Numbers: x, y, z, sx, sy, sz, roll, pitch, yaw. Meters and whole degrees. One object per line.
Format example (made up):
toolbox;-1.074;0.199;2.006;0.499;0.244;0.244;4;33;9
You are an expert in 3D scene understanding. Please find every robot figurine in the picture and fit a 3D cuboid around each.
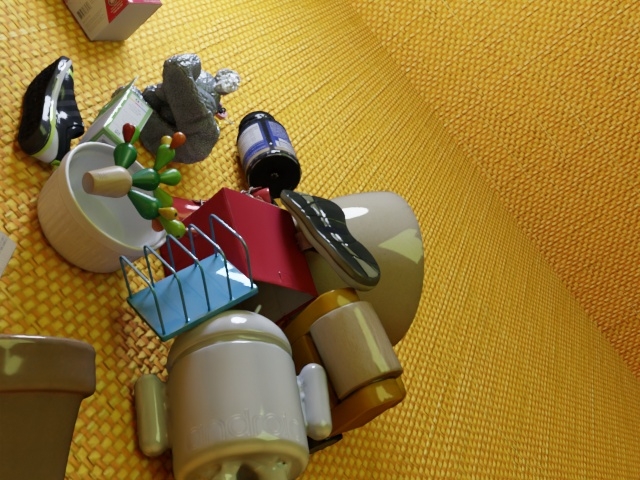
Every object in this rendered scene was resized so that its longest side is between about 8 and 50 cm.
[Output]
robot figurine;-0.129;0.253;1.250;0.300;0.199;0.353;0;52;-17

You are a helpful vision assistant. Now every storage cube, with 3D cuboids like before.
storage cube;-0.149;0.047;1.467;0.215;0.184;0.193;20;43;-48

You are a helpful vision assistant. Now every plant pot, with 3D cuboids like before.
plant pot;-0.373;0.232;0.875;0.263;0.263;0.229;15;65;-52

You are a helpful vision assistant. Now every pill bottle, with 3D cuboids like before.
pill bottle;-0.122;-0.199;1.834;0.123;0.123;0.219;35;21;-34

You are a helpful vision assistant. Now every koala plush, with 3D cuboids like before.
koala plush;-0.268;-0.277;1.657;0.203;0.196;0.221;59;25;-19

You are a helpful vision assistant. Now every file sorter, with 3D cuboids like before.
file sorter;-0.202;0.050;1.248;0.170;0.104;0.118;-27;44;-27

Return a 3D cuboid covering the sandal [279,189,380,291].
sandal;-0.001;0.001;1.455;0.120;0.086;0.302;11;30;-33

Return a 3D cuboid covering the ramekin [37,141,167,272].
ramekin;-0.355;-0.045;1.323;0.207;0.109;0.207;39;31;-29

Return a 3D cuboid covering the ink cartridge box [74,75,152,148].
ink cartridge box;-0.370;-0.202;1.474;0.062;0.109;0.209;43;29;-22

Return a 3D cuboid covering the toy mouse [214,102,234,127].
toy mouse;-0.262;-0.304;1.845;0.161;0.031;0.143;11;51;-54

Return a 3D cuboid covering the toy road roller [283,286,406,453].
toy road roller;0.061;0.227;1.455;0.241;0.329;0.202;-9;65;-35

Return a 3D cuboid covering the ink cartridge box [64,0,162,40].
ink cartridge box;-0.445;-0.520;1.686;0.176;0.128;0.127;56;27;1

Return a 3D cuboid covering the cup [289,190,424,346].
cup;0.021;0.054;1.643;0.237;0.331;0.331;5;51;-27

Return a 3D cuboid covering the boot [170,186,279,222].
boot;-0.194;-0.066;1.530;0.244;0.176;0.088;22;43;-46

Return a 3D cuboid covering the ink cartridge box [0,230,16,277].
ink cartridge box;-0.487;0.010;0.992;0.193;0.088;0.234;43;7;-21

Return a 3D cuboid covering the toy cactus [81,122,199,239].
toy cactus;-0.282;-0.095;1.285;0.180;0.112;0.219;-9;77;-50

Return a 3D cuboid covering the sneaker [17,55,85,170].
sneaker;-0.451;-0.212;1.402;0.097;0.084;0.234;40;38;-40
